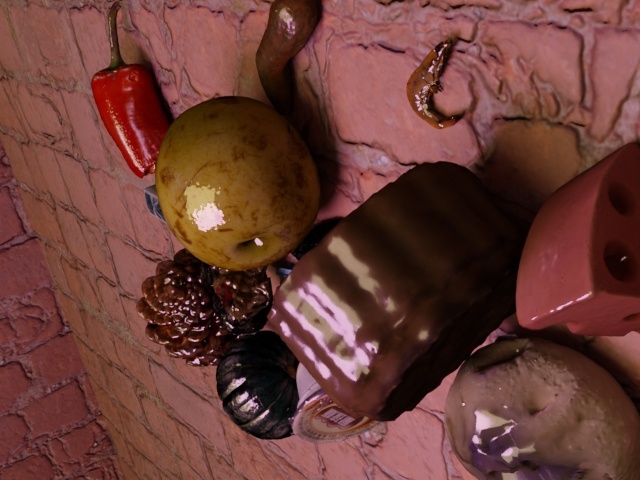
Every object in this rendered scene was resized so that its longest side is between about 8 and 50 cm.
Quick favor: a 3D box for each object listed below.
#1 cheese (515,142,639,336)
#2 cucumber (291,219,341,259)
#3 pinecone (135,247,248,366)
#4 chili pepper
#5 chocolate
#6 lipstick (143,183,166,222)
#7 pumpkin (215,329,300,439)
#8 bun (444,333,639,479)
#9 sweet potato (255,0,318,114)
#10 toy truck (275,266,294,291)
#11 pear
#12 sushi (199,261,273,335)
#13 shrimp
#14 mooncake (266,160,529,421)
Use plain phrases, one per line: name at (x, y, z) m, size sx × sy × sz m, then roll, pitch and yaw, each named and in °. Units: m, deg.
cheese at (0.286, 0.035, 0.759) m, size 0.203 × 0.177 × 0.128 m, roll 60°, pitch 148°, yaw 5°
cucumber at (0.000, 0.000, 1.272) m, size 0.181 × 0.053 × 0.053 m, roll -15°, pitch 101°, yaw 56°
pinecone at (-0.253, 0.153, 1.591) m, size 0.244 × 0.244 × 0.309 m, roll 45°, pitch 162°, yaw 26°
chili pepper at (-0.406, -0.303, 1.550) m, size 0.338 × 0.134 × 0.131 m, roll 65°, pitch 162°, yaw -7°
chocolate at (0.034, 0.248, 1.319) m, size 0.221 × 0.221 × 0.147 m, roll 108°, pitch 152°, yaw -49°
lipstick at (-0.286, -0.060, 1.612) m, size 0.289 × 0.076 × 0.077 m, roll 26°, pitch 136°, yaw 47°
pumpkin at (-0.099, 0.285, 1.474) m, size 0.162 × 0.220 × 0.220 m, roll -33°, pitch 85°, yaw 38°
bun at (0.277, 0.258, 0.958) m, size 0.273 × 0.168 × 0.273 m, roll 29°, pitch 137°, yaw 31°
sweet potato at (-0.059, -0.287, 1.130) m, size 0.081 × 0.062 × 0.233 m, roll 48°, pitch 149°, yaw 18°
toy truck at (-0.030, 0.092, 1.379) m, size 0.136 × 0.063 × 0.074 m, roll 10°, pitch 102°, yaw 49°
pear at (-0.132, -0.094, 1.198) m, size 0.283 × 0.283 × 0.284 m, roll 35°, pitch 139°, yaw 37°
sushi at (-0.147, 0.069, 1.418) m, size 0.115 × 0.147 × 0.212 m, roll 107°, pitch 149°, yaw -53°
shrimp at (0.150, -0.194, 0.929) m, size 0.091 × 0.025 × 0.127 m, roll 49°, pitch 151°, yaw 20°
mooncake at (0.111, 0.070, 0.908) m, size 0.187 × 0.324 × 0.324 m, roll 47°, pitch 145°, yaw 22°
